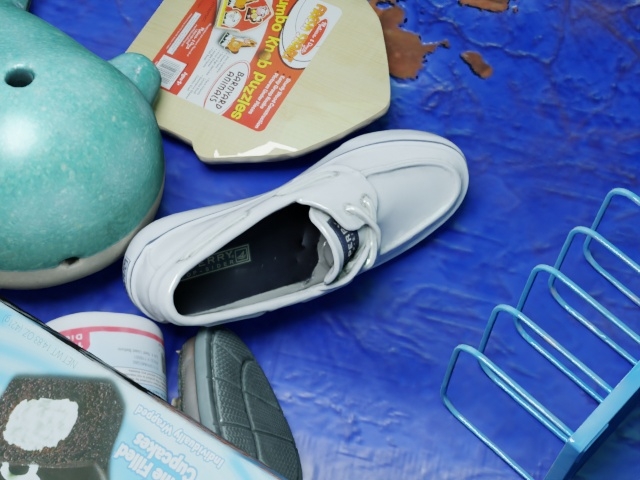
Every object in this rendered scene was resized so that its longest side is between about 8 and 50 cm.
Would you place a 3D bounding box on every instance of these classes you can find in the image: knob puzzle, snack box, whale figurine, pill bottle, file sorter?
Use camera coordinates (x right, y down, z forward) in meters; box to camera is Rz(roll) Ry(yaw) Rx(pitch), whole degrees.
[{"bbox_3d":[-0.036,-0.128,1.041,0.213,0.030,0.213,-2,62,4],"label":"knob puzzle"},{"bbox_3d":[-0.154,0.160,0.796,0.322,0.060,0.187,27,83,32],"label":"snack box"},{"bbox_3d":[-0.211,-0.101,0.951,0.216,0.141,0.272,-16,60,-16],"label":"whale figurine"},{"bbox_3d":[-0.137,0.132,0.887,0.087,0.087,0.160,-4,65,-7],"label":"pill bottle"},{"bbox_3d":[0.173,0.068,0.933,0.104,0.118,0.170,40,68,17],"label":"file sorter"}]

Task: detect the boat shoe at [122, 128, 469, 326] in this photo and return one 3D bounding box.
[{"bbox_3d":[0.000,0.000,0.940,0.258,0.084,0.095,-25,114,-19],"label":"boat shoe"}]

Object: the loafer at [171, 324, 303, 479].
[{"bbox_3d":[-0.056,0.175,0.867,0.084,0.096,0.267,-33,54,18],"label":"loafer"}]
